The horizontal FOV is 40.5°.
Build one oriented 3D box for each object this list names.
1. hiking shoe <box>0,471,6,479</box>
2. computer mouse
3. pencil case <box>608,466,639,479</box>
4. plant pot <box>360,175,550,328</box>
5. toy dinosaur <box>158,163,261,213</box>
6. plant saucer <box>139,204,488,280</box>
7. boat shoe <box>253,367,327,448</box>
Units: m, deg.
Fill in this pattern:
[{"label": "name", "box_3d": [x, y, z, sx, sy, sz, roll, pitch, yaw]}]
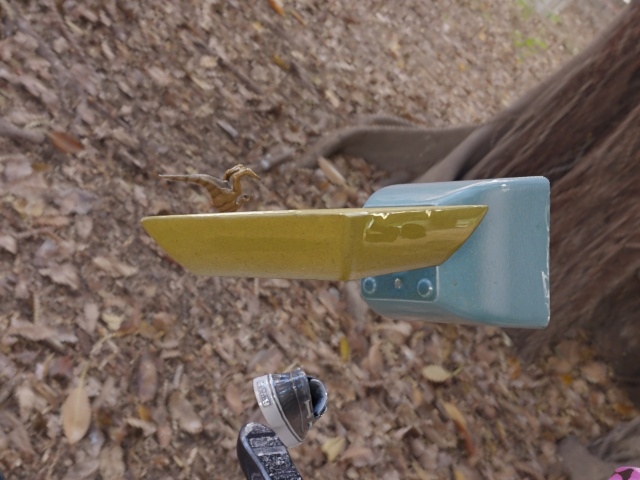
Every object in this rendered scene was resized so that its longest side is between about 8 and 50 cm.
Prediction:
[{"label": "hiking shoe", "box_3d": [-0.389, 0.377, 1.032, 0.086, 0.114, 0.227, 6, 69, -40]}, {"label": "computer mouse", "box_3d": [-0.110, 0.513, 1.856, 0.188, 0.072, 0.272, 12, 33, -42]}, {"label": "pencil case", "box_3d": [0.253, 0.312, 0.857, 0.095, 0.209, 0.098, 55, -10, 11]}, {"label": "plant pot", "box_3d": [0.193, 0.020, 1.377, 0.252, 0.248, 0.247, 0, 90, -48]}, {"label": "toy dinosaur", "box_3d": [-0.159, -0.080, 1.404, 0.064, 0.112, 0.211, 38, -9, 30]}, {"label": "plant saucer", "box_3d": [0.000, 0.000, 1.106, 0.333, 0.333, 0.081, -6, 94, -54]}, {"label": "boat shoe", "box_3d": [-0.036, 0.279, 1.487, 0.301, 0.102, 0.108, 71, -1, -65]}]
